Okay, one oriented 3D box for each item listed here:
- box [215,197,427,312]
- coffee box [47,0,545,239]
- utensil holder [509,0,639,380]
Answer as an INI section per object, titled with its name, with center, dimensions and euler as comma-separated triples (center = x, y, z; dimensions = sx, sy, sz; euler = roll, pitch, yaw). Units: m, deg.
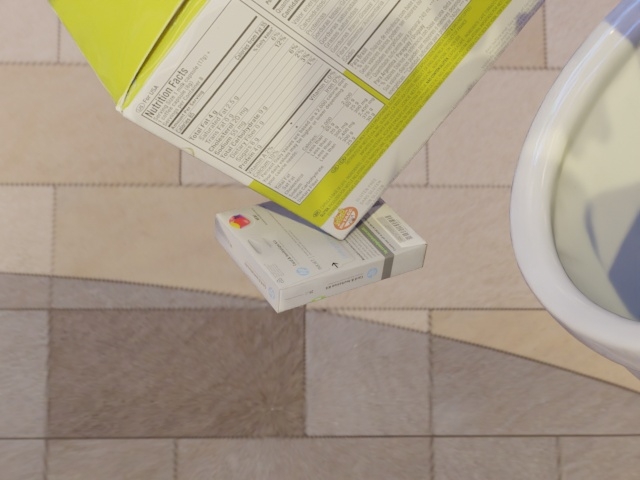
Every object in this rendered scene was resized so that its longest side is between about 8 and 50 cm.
[box]
center = 0.000, 0.000, 1.255
dimensions = 0.186, 0.038, 0.145
euler = -16, 42, -28
[coffee box]
center = -0.046, -0.272, 1.190
dimensions = 0.338, 0.334, 0.337
euler = -50, 46, 12
[utensil holder]
center = 0.359, 0.026, 0.685
dimensions = 0.385, 0.327, 0.327
euler = 40, 81, -28
